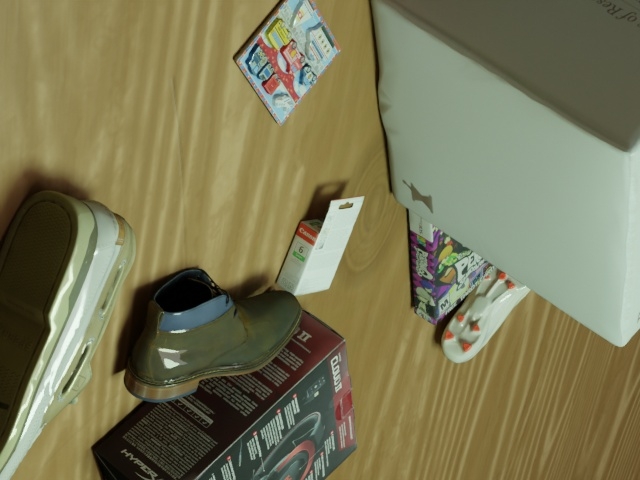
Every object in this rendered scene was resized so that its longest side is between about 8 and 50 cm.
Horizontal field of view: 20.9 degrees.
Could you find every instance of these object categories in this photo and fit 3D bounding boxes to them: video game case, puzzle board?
[{"bbox_3d":[0.194,-0.039,2.066,0.232,0.042,0.210,-41,147,-26],"label":"video game case"},{"bbox_3d":[-0.027,-0.171,1.612,0.096,0.011,0.128,-51,152,-8],"label":"puzzle board"}]

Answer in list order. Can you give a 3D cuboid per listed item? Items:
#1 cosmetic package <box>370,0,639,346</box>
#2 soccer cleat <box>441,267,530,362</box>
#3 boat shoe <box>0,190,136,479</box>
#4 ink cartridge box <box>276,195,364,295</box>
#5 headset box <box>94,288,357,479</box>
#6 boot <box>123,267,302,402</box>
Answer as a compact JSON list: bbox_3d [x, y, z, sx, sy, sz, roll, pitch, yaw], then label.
[{"bbox_3d":[0.305,-0.181,1.786,0.393,0.327,0.329,-43,150,-22],"label":"cosmetic package"},{"bbox_3d":[0.220,0.073,2.210,0.196,0.068,0.076,-51,167,-7],"label":"soccer cleat"},{"bbox_3d":[-0.243,0.108,1.462,0.103,0.113,0.302,16,105,-55],"label":"boat shoe"},{"bbox_3d":[0.000,0.000,1.818,0.063,0.029,0.115,-10,127,-53],"label":"ink cartridge box"},{"bbox_3d":[-0.080,0.209,1.826,0.293,0.110,0.218,-42,149,-24],"label":"headset box"},{"bbox_3d":[-0.092,0.074,1.697,0.219,0.082,0.106,-27,143,-40],"label":"boot"}]
